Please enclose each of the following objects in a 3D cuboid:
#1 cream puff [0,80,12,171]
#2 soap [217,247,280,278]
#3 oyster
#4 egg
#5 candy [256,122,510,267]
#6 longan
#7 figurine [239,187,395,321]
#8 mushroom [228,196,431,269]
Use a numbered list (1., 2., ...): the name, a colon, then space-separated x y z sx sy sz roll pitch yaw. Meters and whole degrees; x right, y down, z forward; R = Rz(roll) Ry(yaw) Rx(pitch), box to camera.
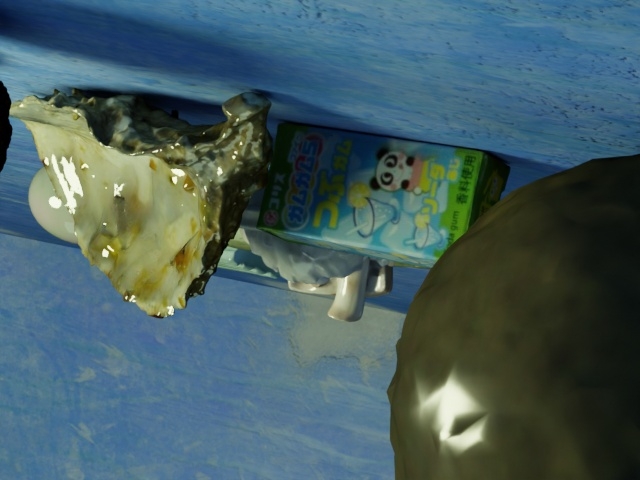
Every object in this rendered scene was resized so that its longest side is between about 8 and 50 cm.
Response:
1. cream puff: -0.343 -0.104 1.431 0.239 0.165 0.239 12 175 1
2. soap: -0.157 -0.001 2.630 0.198 0.066 0.119 9 172 34
3. oyster: -0.145 -0.040 1.686 0.111 0.204 0.396 -28 -159 -31
4. egg: -0.262 -0.046 2.198 0.135 0.103 0.103 10 175 -2
5. candy: 0.051 -0.035 1.617 0.194 0.097 0.062 9 175 25
6. longan: 0.231 0.127 1.373 0.391 0.391 0.391 12 175 1
7. figurine: 0.000 -0.004 1.822 0.162 0.141 0.237 7 174 10
8. mushroom: -0.027 -0.023 2.020 0.333 0.087 0.107 9 179 -2
